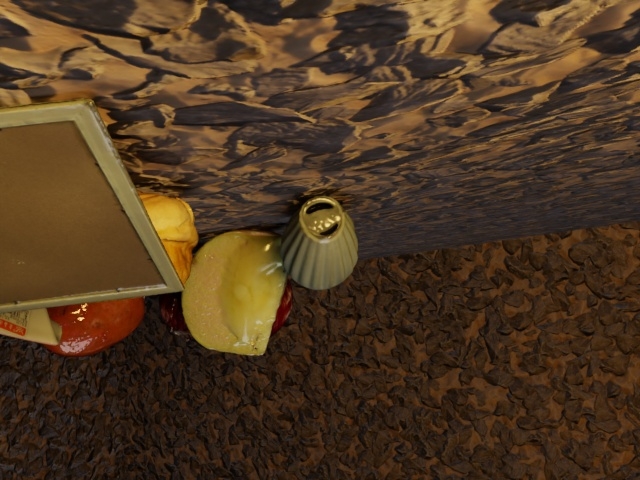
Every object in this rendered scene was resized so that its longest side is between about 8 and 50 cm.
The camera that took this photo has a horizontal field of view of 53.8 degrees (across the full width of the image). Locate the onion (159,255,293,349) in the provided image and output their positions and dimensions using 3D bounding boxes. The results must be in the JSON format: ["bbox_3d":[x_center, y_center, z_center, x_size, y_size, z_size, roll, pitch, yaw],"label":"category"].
[{"bbox_3d":[-0.219,0.116,1.437,0.313,0.233,0.314,-4,-156,2],"label":"onion"}]

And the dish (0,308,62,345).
[{"bbox_3d":[-0.403,0.062,0.750,0.153,0.064,0.234,16,167,24],"label":"dish"}]

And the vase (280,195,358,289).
[{"bbox_3d":[0.000,0.000,0.965,0.128,0.129,0.248,-6,166,-3],"label":"vase"}]

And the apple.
[{"bbox_3d":[-0.167,0.085,1.232,0.193,0.265,0.120,14,-162,-4],"label":"apple"}]

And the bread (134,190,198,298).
[{"bbox_3d":[-0.248,0.010,0.726,0.198,0.120,0.236,-5,176,-32],"label":"bread"}]

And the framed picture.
[{"bbox_3d":[-0.242,-0.012,0.507,0.216,0.017,0.274,-6,150,-3],"label":"framed picture"}]

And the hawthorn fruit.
[{"bbox_3d":[-0.445,0.117,1.290,0.298,0.212,0.211,-16,-179,-34],"label":"hawthorn fruit"}]
